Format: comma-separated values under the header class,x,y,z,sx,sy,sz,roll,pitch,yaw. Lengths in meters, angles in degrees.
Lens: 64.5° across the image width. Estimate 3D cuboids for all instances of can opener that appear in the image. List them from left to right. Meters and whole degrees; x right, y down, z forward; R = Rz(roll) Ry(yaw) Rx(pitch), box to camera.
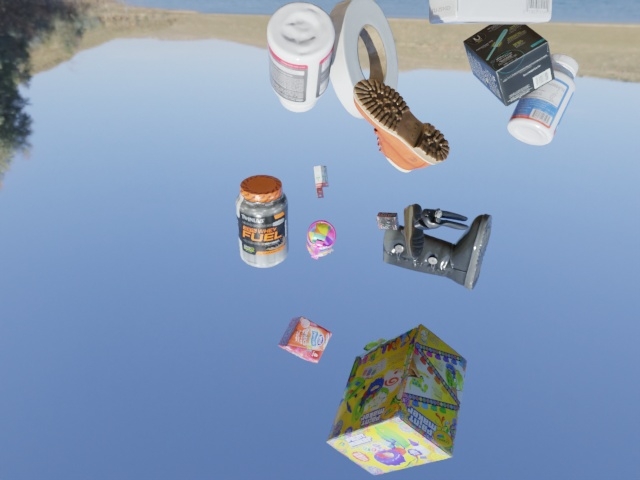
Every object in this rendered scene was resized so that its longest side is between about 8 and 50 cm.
class,x,y,z,sx,sy,sz,roll,pitch,yaw
can opener,0.344,-0.059,1.405,0.186,0.059,0.073,0,176,-32

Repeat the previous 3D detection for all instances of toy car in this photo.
class,x,y,z,sx,sy,sz,roll,pitch,yaw
toy car,0.238,0.332,1.515,0.224,0.053,0.239,17,173,-17

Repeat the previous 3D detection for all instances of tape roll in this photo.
class,x,y,z,sx,sy,sz,roll,pitch,yaw
tape roll,0.149,-0.608,1.701,0.072,0.392,0.392,0,-161,34

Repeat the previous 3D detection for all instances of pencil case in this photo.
class,x,y,z,sx,sy,sz,roll,pitch,yaw
pencil case,0.000,0.000,1.716,0.104,0.105,0.236,1,169,-1

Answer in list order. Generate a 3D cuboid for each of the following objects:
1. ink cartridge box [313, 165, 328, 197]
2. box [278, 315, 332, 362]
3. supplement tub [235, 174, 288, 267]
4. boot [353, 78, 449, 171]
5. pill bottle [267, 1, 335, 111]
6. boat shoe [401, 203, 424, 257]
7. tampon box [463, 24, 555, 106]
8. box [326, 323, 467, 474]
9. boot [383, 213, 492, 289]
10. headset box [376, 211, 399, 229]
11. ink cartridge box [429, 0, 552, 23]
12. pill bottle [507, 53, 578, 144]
class,x,y,z,sx,sy,sz,roll,pitch,yaw
ink cartridge box,0.006,-0.213,1.840,0.029,0.115,0.063,-5,-176,23
box,-0.061,0.362,1.855,0.128,0.123,0.257,29,165,-5
supplement tub,-0.231,-0.078,2.035,0.207,0.338,0.207,1,-145,0
boot,0.093,-0.151,0.699,0.084,0.158,0.059,-18,-142,60
pill bottle,-0.058,-0.494,1.426,0.176,0.176,0.318,0,166,-4
boat shoe,0.311,-0.029,1.740,0.068,0.190,0.072,18,160,-38
tampon box,0.412,-0.399,1.116,0.120,0.101,0.161,-29,-135,11
box,0.200,0.420,1.327,0.177,0.290,0.279,39,-135,-12
boot,0.505,-0.004,2.267,0.445,0.367,0.146,21,-150,27
headset box,0.254,-0.074,1.933,0.083,0.062,0.032,4,-143,24
ink cartridge box,0.304,-0.512,0.866,0.296,0.261,0.066,-17,-157,-36
pill bottle,0.605,-0.381,1.365,0.124,0.222,0.124,28,174,3
